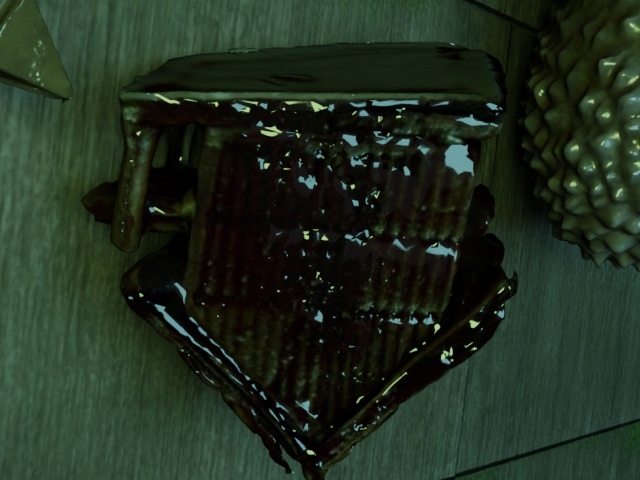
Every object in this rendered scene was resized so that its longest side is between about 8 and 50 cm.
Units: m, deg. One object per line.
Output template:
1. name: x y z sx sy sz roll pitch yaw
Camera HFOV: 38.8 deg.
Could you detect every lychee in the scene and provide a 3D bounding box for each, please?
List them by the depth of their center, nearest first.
1. lychee: 0.397 -0.161 0.973 0.432 0.380 0.380 -44 129 -8

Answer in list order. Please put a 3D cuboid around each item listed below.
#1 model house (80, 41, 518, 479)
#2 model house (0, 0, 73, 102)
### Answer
1. model house: 0.000 0.000 0.711 0.317 0.297 0.283 -75 168 -70
2. model house: -0.220 -0.128 0.434 0.248 0.180 0.176 42 67 -41
